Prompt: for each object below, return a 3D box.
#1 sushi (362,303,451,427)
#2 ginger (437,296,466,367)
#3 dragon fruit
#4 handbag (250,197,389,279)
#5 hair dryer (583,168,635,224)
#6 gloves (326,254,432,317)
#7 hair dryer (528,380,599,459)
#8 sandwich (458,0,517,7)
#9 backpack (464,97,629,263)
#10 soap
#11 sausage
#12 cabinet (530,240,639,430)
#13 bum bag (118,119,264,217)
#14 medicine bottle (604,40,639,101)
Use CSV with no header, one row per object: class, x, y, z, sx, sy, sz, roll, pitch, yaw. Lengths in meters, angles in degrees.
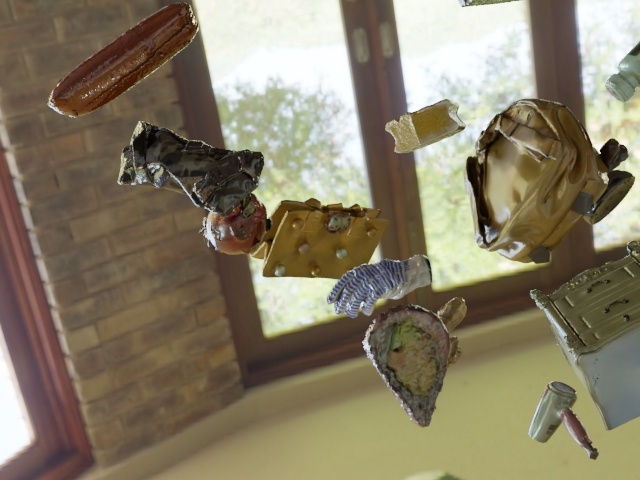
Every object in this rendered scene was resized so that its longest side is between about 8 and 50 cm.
sushi,0.193,0.235,1.841,0.161,0.241,0.107,-34,-177,-5
ginger,0.310,0.241,2.297,0.214,0.059,0.133,-54,-147,-6
dragon fruit,-0.187,-0.028,1.920,0.126,0.125,0.246,9,166,-31
handbag,0.000,0.000,2.958,0.401,0.283,0.133,5,-143,-34
hair dryer,0.643,-0.162,2.383,0.156,0.284,0.320,-45,-123,2
gloves,0.120,0.088,1.930,0.229,0.097,0.119,-25,-158,3
hair dryer,0.413,0.315,1.562,0.054,0.106,0.154,15,-165,-23
sandwich,0.421,-0.556,1.923,0.249,0.095,0.273,-6,-175,0
backpack,0.459,-0.143,2.015,0.201,0.353,0.378,23,-143,-23
soap,0.213,-0.228,1.869,0.140,0.073,0.232,-23,-179,14
sausage,-0.373,-0.341,1.782,0.330,0.102,0.102,-36,-156,-6
cabinet,0.685,0.201,2.124,0.290,0.227,0.318,-28,-155,6
bum bag,-0.262,-0.141,1.841,0.341,0.144,0.095,17,171,27
medicine bottle,0.738,-0.413,2.091,0.229,0.083,0.121,-46,-175,5
